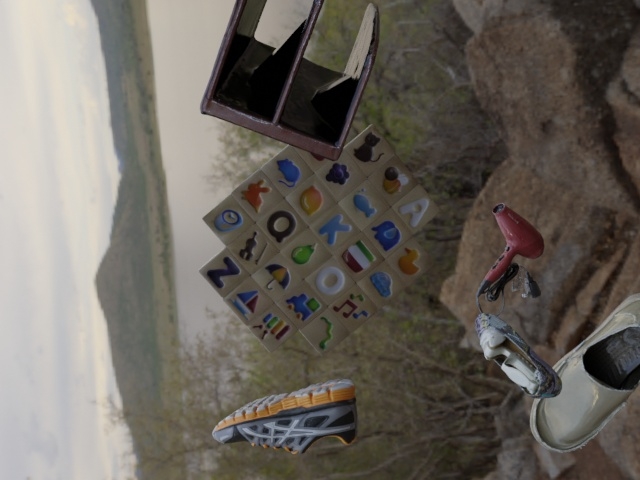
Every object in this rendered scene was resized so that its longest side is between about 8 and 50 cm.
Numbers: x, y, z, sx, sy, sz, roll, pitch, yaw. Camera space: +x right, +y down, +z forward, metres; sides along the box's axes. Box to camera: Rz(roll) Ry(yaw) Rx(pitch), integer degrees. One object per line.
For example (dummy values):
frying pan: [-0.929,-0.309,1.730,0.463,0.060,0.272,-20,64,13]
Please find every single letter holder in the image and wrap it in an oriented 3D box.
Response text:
letter holder: [-0.008,-0.258,0.832,0.302,0.152,0.214,-83,14,-63]

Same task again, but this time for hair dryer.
hair dryer: [0.499,0.044,1.911,0.080,0.224,0.293,5,107,55]

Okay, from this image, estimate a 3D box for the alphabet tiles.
alphabet tiles: [0.000,0.000,1.106,0.285,0.342,0.011,50,-178,-10]

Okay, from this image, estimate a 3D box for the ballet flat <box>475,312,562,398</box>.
ballet flat: [0.184,0.112,0.717,0.114,0.041,0.041,46,145,39]

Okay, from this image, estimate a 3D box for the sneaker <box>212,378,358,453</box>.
sneaker: [-0.048,0.252,0.996,0.084,0.215,0.083,-18,-89,-72]

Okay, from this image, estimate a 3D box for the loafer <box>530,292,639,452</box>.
loafer: [0.370,0.185,0.988,0.092,0.102,0.268,-15,-42,-62]
